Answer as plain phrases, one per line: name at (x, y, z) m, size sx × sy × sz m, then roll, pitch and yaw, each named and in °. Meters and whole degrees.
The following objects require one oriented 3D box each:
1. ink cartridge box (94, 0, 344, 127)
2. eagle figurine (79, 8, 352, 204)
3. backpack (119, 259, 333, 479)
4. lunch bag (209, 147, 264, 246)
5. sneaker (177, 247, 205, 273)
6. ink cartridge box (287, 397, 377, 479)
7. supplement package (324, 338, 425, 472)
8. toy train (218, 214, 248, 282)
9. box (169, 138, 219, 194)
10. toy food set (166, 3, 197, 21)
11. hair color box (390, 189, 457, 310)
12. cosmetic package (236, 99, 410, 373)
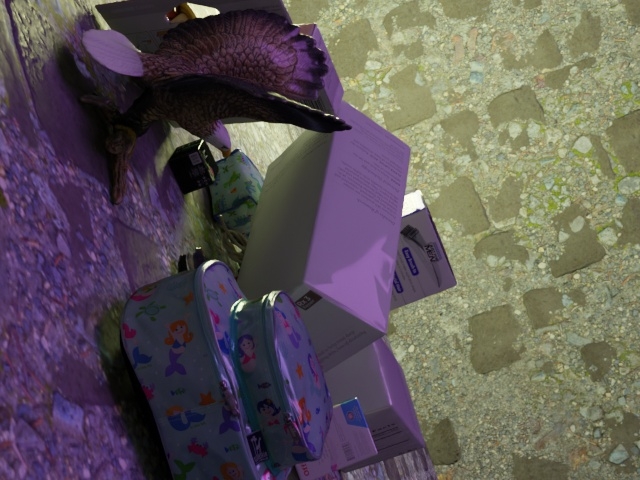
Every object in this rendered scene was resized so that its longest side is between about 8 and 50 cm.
ink cartridge box at (-0.144, -0.285, 1.381) m, size 0.261 × 0.296 × 0.066 m, roll 62°, pitch 36°, yaw -46°
eagle figurine at (-0.133, -0.187, 1.176) m, size 0.225 × 0.298 × 0.226 m, roll 25°, pitch 45°, yaw -78°
backpack at (-0.102, 0.147, 0.996) m, size 0.253 × 0.191 × 0.225 m, roll 63°, pitch 9°, yaw -4°
lunch bag at (-0.130, -0.063, 1.627) m, size 0.151 × 0.096 × 0.129 m, roll 45°, pitch 23°, yaw -49°
sneaker at (-0.149, 0.098, 1.236) m, size 0.170 × 0.051 × 0.089 m, roll 65°, pitch 13°, yaw -8°
ink cartridge box at (0.000, 0.311, 1.428) m, size 0.090 × 0.143 × 0.092 m, roll 122°, pitch -51°, yaw -78°
supplement package at (0.062, 0.292, 1.713) m, size 0.293 × 0.175 × 0.177 m, roll 57°, pitch 16°, yaw -58°
toy train at (-0.109, 0.041, 1.554) m, size 0.248 × 0.105 × 0.143 m, roll 59°, pitch -5°, yaw -19°
box at (-0.198, -0.118, 1.458) m, size 0.083 × 0.052 × 0.062 m, roll -91°, pitch 160°, yaw -71°
toy food set at (-0.257, -0.364, 1.693) m, size 0.128 × 0.071 × 0.218 m, roll 28°, pitch -37°, yaw 64°
hair color box at (0.079, 0.054, 1.848) m, size 0.110 × 0.339 × 0.185 m, roll -93°, pitch 161°, yaw -64°
cosmetic package at (0.000, 0.000, 1.400) m, size 0.156 × 0.217 × 0.385 m, roll 30°, pitch 47°, yaw -23°
